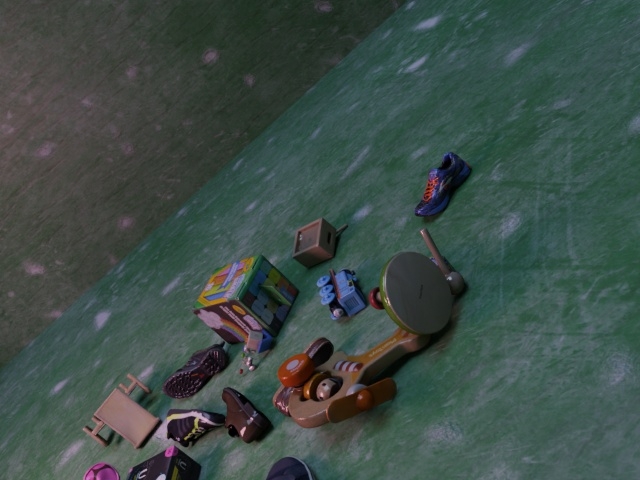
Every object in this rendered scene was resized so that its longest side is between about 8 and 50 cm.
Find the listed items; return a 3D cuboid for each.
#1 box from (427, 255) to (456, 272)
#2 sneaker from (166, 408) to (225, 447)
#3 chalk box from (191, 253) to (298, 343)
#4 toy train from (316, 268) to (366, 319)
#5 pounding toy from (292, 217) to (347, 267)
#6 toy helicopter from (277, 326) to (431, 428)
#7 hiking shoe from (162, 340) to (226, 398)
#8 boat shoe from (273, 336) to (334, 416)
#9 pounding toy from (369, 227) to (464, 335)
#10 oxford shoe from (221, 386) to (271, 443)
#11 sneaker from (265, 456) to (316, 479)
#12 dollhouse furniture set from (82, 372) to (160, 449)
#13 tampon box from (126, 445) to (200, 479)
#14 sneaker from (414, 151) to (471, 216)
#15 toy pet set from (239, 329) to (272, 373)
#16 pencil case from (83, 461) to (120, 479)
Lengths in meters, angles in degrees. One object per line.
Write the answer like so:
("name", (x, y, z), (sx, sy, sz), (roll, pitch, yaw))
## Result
("box", (0.238, 0.080, 1.583), (0.169, 0.059, 0.054), (-8, 41, 51))
("sneaker", (-0.337, 0.506, 1.765), (0.235, 0.084, 0.097), (-15, 61, 46))
("chalk box", (-0.200, 0.171, 1.943), (0.289, 0.180, 0.179), (-17, 36, 41))
("toy train", (0.055, 0.136, 1.748), (0.105, 0.080, 0.184), (-30, 25, 7))
("pounding toy", (0.000, 0.000, 2.038), (0.130, 0.100, 0.141), (-25, 41, 34))
("toy helicopter", (0.091, 0.282, 1.410), (0.355, 0.140, 0.235), (-32, 18, -7))
("hiking shoe", (-0.373, 0.391, 1.985), (0.227, 0.086, 0.114), (-33, 13, 7))
("boat shoe", (-0.028, 0.328, 1.575), (0.207, 0.073, 0.073), (-56, 29, -11))
("pounding toy", (0.194, 0.111, 1.438), (0.237, 0.183, 0.110), (-43, 6, -40))
("oxford shoe", (-0.212, 0.437, 1.657), (0.096, 0.083, 0.227), (-52, 25, -8))
("sneaker", (-0.078, 0.524, 1.276), (0.126, 0.127, 0.321), (-39, 24, 11))
("dollhouse furniture set", (-0.599, 0.545, 2.038), (0.212, 0.161, 0.242), (-52, 5, -20))
("tampon box", (-0.396, 0.609, 1.627), (0.161, 0.101, 0.120), (-33, 28, 20))
("sneaker", (0.318, -0.152, 1.798), (0.221, 0.087, 0.083), (-53, 26, -20))
("toy pet set", (-0.181, 0.308, 1.866), (0.122, 0.065, 0.114), (-93, 20, -62))
("pencil case", (-0.536, 0.652, 1.647), (0.095, 0.209, 0.098), (-28, 50, -36))
